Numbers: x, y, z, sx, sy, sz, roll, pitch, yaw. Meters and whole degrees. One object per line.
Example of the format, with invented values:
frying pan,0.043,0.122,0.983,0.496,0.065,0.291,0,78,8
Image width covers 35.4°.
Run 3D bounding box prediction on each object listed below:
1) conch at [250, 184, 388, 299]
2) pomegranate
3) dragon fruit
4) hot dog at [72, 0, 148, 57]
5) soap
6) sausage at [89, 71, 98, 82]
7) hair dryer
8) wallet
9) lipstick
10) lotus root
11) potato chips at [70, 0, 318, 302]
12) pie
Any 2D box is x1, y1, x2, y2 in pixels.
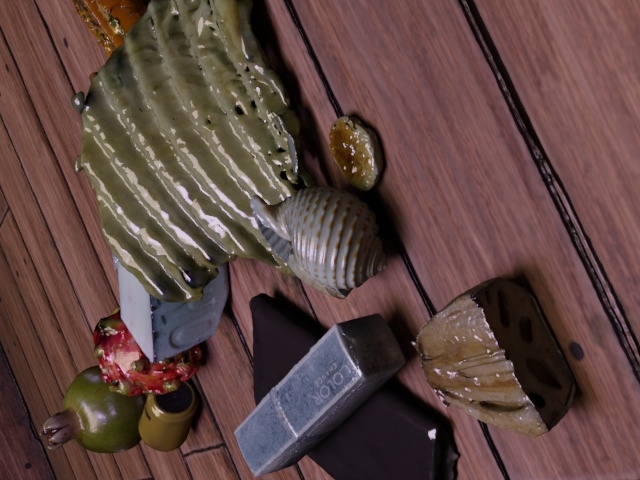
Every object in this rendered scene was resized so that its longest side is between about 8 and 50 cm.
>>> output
conch,0.006,-0.002,1.077,0.153,0.102,0.135,44,152,33
pomegranate,-0.427,0.336,1.942,0.179,0.210,0.179,4,103,17
dragon fruit,-0.278,0.178,1.625,0.172,0.166,0.160,-6,62,30
hot dog,-0.298,-0.335,1.410,0.269,0.072,0.115,53,140,28
soap,-0.210,0.055,1.435,0.091,0.145,0.230,32,135,46
sausage,-0.330,-0.221,1.582,0.132,0.024,0.024,51,147,31
hair dryer,-0.307,0.227,1.790,0.278,0.090,0.135,61,151,26
wallet,0.027,0.220,1.243,0.377,0.051,0.197,32,132,47
lipstick,-0.007,0.184,1.162,0.289,0.076,0.077,-52,57,47
lotus root,0.156,0.104,0.930,0.144,0.070,0.143,-16,100,57
potato chips,-0.154,-0.120,1.242,0.373,0.097,0.389,-14,94,38
pie,0.036,-0.091,1.052,0.084,0.020,0.084,39,139,43
